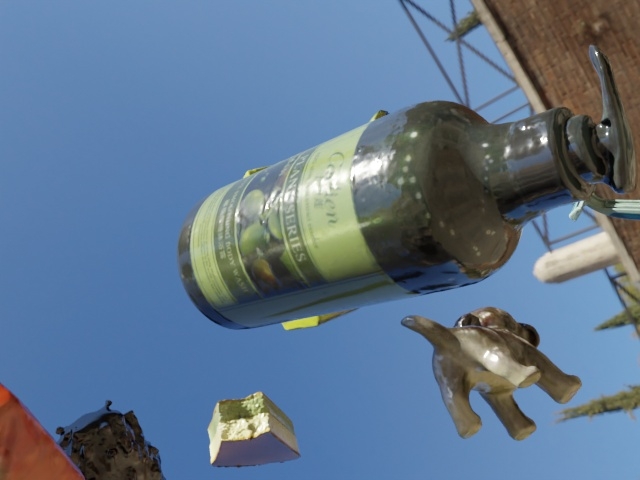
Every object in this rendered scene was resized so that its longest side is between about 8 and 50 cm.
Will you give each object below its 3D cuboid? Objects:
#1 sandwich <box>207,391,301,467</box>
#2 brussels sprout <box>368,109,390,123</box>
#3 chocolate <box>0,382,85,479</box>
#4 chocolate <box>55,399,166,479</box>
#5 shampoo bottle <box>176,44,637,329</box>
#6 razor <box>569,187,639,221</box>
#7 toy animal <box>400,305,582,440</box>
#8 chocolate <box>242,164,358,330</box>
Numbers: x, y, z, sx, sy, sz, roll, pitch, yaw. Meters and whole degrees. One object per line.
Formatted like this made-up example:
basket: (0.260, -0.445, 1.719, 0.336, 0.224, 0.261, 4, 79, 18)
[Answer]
sandwich: (-0.137, 0.437, 1.563, 0.219, 0.186, 0.108, 3, -130, -20)
brussels sprout: (0.087, -0.144, 0.918, 0.083, 0.050, 0.046, -111, 0, -61)
chocolate: (-0.294, 0.122, 0.346, 0.237, 0.108, 0.235, 27, -136, 22)
chocolate: (-0.228, 0.237, 0.698, 0.156, 0.133, 0.156, 7, -144, -5)
shampoo bottle: (0.034, -0.015, 0.385, 0.101, 0.283, 0.101, 17, -114, -43)
razor: (0.350, -0.036, 0.663, 0.068, 0.191, 0.037, -55, -45, -35)
toy animal: (0.205, 0.152, 0.815, 0.169, 0.121, 0.233, 49, -161, 29)
chocolate: (0.000, 0.000, 1.280, 0.288, 0.137, 0.301, -18, -103, -45)
